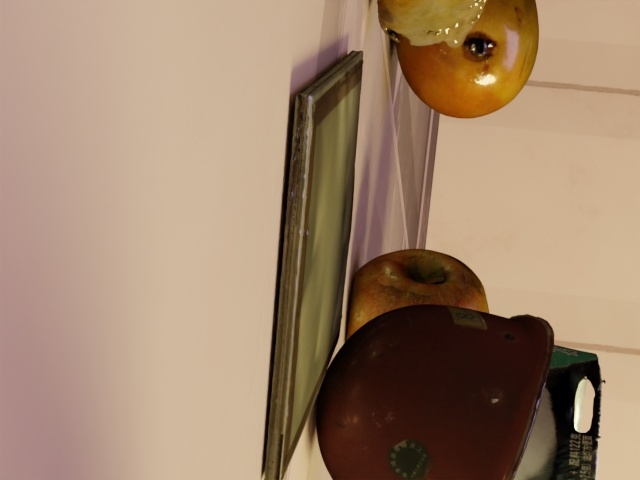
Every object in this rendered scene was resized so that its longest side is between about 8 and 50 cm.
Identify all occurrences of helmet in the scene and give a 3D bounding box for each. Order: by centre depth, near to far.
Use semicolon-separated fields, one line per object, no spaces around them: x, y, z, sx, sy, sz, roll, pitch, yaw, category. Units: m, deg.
0.053;0.093;0.824;0.175;0.106;0.155;-76;-170;-76;helmet

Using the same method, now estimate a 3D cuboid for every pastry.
0.077;-0.197;0.902;0.153;0.081;0.153;2;90;-86;pastry

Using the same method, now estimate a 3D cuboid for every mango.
0.116;-0.188;1.173;0.253;0.113;0.138;-88;176;-52;mango

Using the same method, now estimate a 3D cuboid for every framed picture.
0.000;0.000;0.699;0.231;0.010;0.173;-56;152;-78;framed picture

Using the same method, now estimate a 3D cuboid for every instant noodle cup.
0.118;0.176;1.146;0.251;0.190;0.251;6;90;-84;instant noodle cup

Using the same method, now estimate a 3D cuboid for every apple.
0.069;0.063;1.011;0.114;0.099;0.102;-80;176;-63;apple
